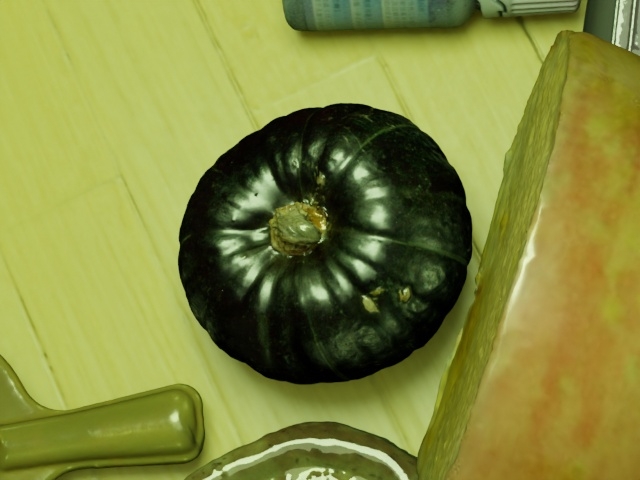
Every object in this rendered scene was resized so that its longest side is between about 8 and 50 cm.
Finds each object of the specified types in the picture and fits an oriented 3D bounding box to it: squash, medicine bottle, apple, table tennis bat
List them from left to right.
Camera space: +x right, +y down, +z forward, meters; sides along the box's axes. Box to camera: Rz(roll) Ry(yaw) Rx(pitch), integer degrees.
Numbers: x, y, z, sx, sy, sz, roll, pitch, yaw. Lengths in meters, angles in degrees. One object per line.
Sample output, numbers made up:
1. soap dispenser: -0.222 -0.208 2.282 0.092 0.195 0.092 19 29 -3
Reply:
1. table tennis bat: -0.233 0.146 1.293 0.320 0.050 0.198 -10 75 9
2. squash: 0.001 0.001 1.238 0.193 0.156 0.193 -16 65 38
3. medicine bottle: 0.076 -0.186 1.304 0.203 0.083 0.083 0 78 5
4. apple: 0.177 0.049 1.154 0.252 0.314 0.309 27 98 46

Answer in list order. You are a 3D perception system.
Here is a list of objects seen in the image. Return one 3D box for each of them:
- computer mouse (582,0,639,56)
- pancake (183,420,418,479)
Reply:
1. computer mouse: 0.229 -0.091 1.276 0.120 0.057 0.232 5 86 6
2. pancake: -0.005 0.236 1.233 0.250 0.031 0.250 -2 70 5
